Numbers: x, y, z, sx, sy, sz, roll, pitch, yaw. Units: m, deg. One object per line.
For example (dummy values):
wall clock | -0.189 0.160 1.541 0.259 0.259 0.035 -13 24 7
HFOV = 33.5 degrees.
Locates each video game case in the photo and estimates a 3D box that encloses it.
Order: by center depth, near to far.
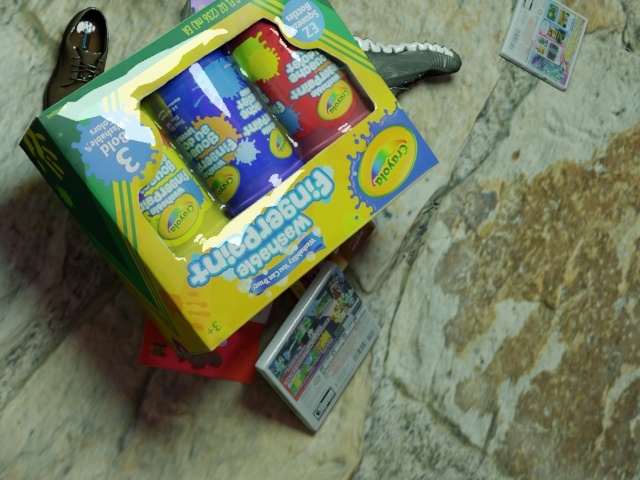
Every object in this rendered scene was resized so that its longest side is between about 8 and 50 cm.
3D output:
video game case | 0.001 0.162 1.618 0.201 0.023 0.183 -55 136 -22
video game case | 0.410 -0.373 1.950 0.143 0.019 0.157 26 69 -14

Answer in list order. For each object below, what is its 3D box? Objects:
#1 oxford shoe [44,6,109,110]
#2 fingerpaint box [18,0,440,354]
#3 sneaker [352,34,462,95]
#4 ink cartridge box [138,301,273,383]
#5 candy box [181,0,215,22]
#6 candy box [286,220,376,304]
oxford shoe | -0.360 -0.243 1.581 0.083 0.096 0.227 7 78 -22
fingerpaint box | -0.116 -0.121 1.474 0.445 0.163 0.371 -38 98 -23
sneaker | 0.127 -0.280 1.790 0.234 0.078 0.106 2 80 -17
ink cartridge box | -0.162 0.084 1.609 0.189 0.066 0.232 13 70 -19
candy box | -0.120 -0.293 1.698 0.196 0.070 0.165 4 77 -20
candy box | 0.000 0.000 1.656 0.186 0.053 0.109 -50 119 -32
